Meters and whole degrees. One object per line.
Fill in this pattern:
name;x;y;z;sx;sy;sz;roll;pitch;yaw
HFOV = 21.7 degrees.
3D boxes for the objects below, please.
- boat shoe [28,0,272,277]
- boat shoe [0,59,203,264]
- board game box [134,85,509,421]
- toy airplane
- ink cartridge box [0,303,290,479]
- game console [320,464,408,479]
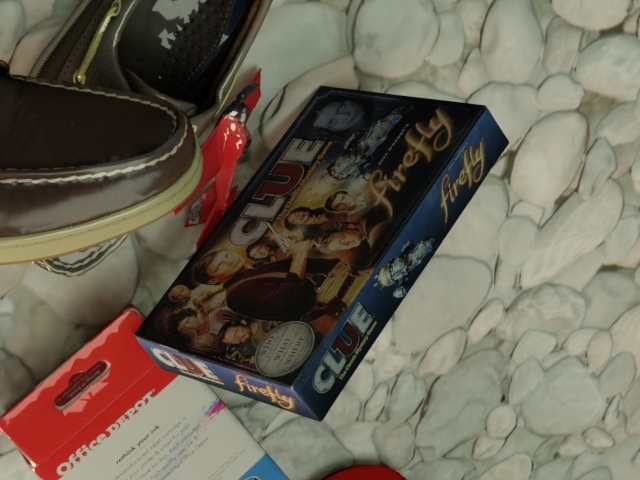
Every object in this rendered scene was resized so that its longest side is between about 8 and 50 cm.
boat shoe;-0.114;-0.112;1.106;0.117;0.097;0.324;24;101;-28
boat shoe;-0.241;-0.070;0.987;0.342;0.123;0.123;1;131;-3
board game box;0.000;0.000;1.151;0.243;0.165;0.042;-55;131;-22
toy airplane;-0.071;-0.050;1.177;0.028;0.151;0.151;27;102;4
ink cartridge box;-0.140;0.145;1.244;0.134;0.078;0.231;-41;128;-7
game console;0.030;0.397;1.499;0.342;0.060;0.386;-44;128;4
